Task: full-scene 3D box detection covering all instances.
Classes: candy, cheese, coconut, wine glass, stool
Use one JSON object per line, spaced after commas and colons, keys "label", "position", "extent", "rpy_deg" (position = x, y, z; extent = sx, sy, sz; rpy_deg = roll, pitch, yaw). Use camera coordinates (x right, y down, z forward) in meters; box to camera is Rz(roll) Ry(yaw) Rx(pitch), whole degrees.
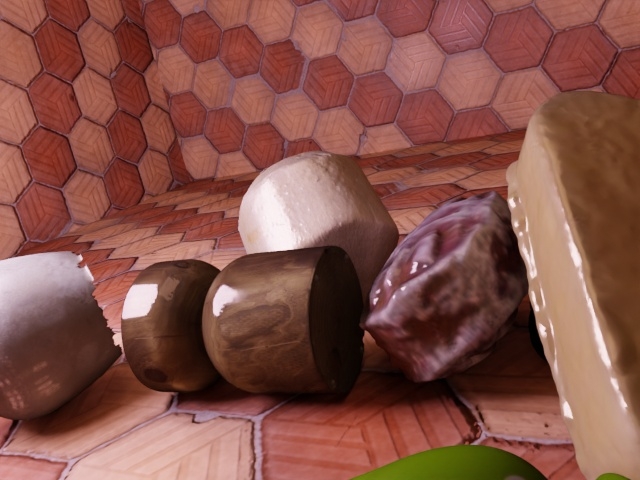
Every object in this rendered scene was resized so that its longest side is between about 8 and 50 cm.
{"label": "candy", "position": [0.160, 0.051, 0.692], "extent": [0.214, 0.157, 0.289], "rpy_deg": [-41, 1, 33]}
{"label": "cheese", "position": [0.314, 0.001, 0.497], "extent": [0.383, 0.104, 0.384], "rpy_deg": [-1, 55, 2]}
{"label": "coconut", "position": [0.000, 0.000, 0.912], "extent": [0.237, 0.266, 0.237], "rpy_deg": [-25, -23, -11]}
{"label": "wine glass", "position": [-0.453, 0.149, 0.767], "extent": [0.322, 0.238, 0.238], "rpy_deg": [-27, 20, -25]}
{"label": "stool", "position": [-0.092, 0.105, 0.724], "extent": [0.264, 0.179, 0.179], "rpy_deg": [-6, 17, 24]}

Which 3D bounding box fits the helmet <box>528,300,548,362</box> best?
{"label": "helmet", "position": [0.356, 0.020, 0.650], "extent": [0.278, 0.161, 0.230], "rpy_deg": [-32, 29, -30]}

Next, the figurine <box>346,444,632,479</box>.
{"label": "figurine", "position": [0.120, 0.196, 0.313], "extent": [0.263, 0.143, 0.162], "rpy_deg": [-1, 52, -1]}
